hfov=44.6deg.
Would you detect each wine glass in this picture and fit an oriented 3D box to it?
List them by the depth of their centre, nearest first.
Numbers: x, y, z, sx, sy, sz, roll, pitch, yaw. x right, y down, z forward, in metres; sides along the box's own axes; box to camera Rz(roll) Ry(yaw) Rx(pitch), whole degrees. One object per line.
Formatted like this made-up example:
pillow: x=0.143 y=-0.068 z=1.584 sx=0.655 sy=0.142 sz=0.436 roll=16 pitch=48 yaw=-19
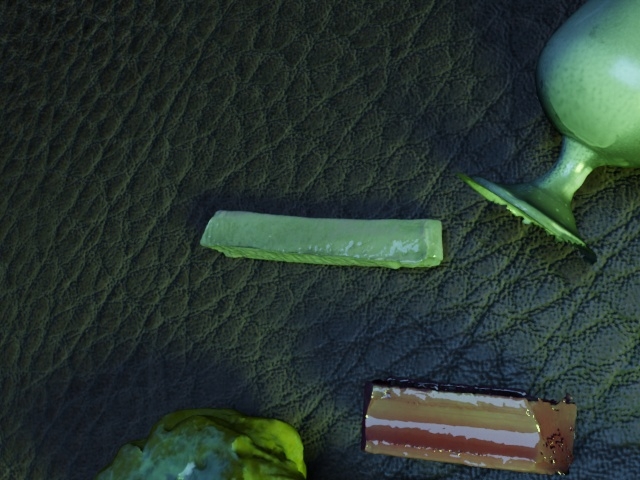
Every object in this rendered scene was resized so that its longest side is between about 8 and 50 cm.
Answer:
wine glass: x=0.347 y=-0.153 z=0.960 sx=0.238 sy=0.238 sz=0.323 roll=35 pitch=94 yaw=23

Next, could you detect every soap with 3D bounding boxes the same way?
soap: x=0.183 y=0.223 z=0.958 sx=0.250 sy=0.162 sz=0.099 roll=1 pitch=77 yaw=20

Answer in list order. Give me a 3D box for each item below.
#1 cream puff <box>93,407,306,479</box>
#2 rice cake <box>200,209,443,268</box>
cream puff: x=-0.126 y=0.368 z=1.010 sx=0.323 sy=0.270 sz=0.274 roll=-5 pitch=41 yaw=28
rice cake: x=0.000 y=0.000 z=1.134 sx=0.364 sy=0.056 sz=0.073 roll=2 pitch=73 yaw=20
